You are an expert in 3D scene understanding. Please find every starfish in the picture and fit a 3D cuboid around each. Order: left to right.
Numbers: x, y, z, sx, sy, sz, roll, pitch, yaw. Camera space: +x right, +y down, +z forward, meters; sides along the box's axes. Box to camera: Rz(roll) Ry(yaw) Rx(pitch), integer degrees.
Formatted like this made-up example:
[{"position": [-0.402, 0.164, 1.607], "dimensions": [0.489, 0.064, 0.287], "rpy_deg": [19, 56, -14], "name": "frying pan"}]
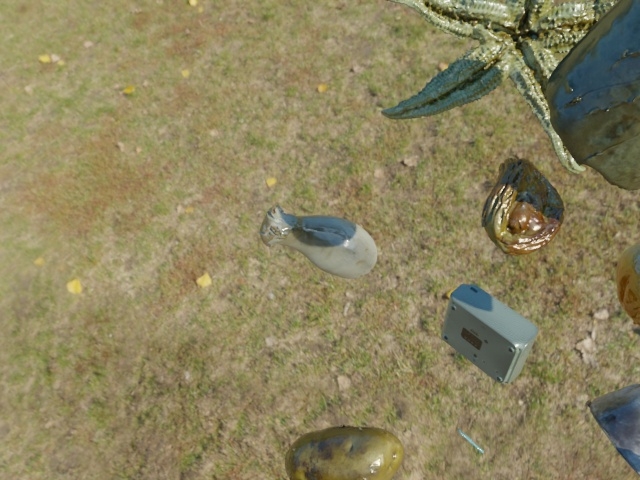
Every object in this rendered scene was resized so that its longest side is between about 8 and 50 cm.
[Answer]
[{"position": [0.250, -0.277, 0.690], "dimensions": [0.357, 0.347, 0.078], "rpy_deg": [29, 24, 2], "name": "starfish"}]

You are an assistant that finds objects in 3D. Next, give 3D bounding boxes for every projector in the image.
[{"position": [0.476, 0.271, 1.544], "dimensions": [0.108, 0.198, 0.250], "rpy_deg": [-33, 53, -29], "name": "projector"}]

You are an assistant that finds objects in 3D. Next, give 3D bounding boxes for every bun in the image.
[{"position": [0.823, 0.151, 1.281], "dimensions": [0.164, 0.298, 0.299], "rpy_deg": [-42, 44, 25], "name": "bun"}]

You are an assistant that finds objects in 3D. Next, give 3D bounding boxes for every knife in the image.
[{"position": [0.411, 0.548, 1.460], "dimensions": [0.091, 0.014, 0.005], "rpy_deg": [41, 116, 3], "name": "knife"}]

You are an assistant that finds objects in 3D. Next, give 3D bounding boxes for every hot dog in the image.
[{"position": [0.445, -0.081, 1.166], "dimensions": [0.114, 0.175, 0.259], "rpy_deg": [-39, 12, 44], "name": "hot dog"}]

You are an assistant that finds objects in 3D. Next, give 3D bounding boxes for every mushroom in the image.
[{"position": [0.000, 0.000, 0.991], "dimensions": [0.116, 0.225, 0.093], "rpy_deg": [-55, 33, 17], "name": "mushroom"}]

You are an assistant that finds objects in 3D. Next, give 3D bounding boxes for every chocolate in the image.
[{"position": [0.896, 0.496, 1.418], "dimensions": [0.213, 0.303, 0.303], "rpy_deg": [-44, 47, 18], "name": "chocolate"}]

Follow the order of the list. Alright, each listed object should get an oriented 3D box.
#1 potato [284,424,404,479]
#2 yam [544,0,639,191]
[{"position": [0.014, 0.142, 0.351], "dimensions": [0.083, 0.051, 0.040], "rpy_deg": [-18, 84, 24], "name": "potato"}, {"position": [0.331, -0.176, 0.450], "dimensions": [0.161, 0.268, 0.161], "rpy_deg": [16, 50, -20], "name": "yam"}]
